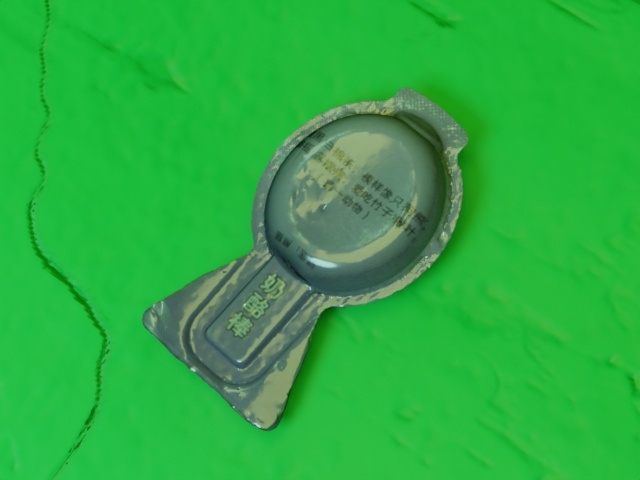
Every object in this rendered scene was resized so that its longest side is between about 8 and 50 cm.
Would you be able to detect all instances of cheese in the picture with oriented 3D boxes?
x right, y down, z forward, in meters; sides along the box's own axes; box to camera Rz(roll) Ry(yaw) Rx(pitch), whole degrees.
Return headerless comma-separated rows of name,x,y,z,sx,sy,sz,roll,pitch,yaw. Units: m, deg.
cheese,0.000,0.000,0.923,0.105,0.042,0.191,41,82,18
